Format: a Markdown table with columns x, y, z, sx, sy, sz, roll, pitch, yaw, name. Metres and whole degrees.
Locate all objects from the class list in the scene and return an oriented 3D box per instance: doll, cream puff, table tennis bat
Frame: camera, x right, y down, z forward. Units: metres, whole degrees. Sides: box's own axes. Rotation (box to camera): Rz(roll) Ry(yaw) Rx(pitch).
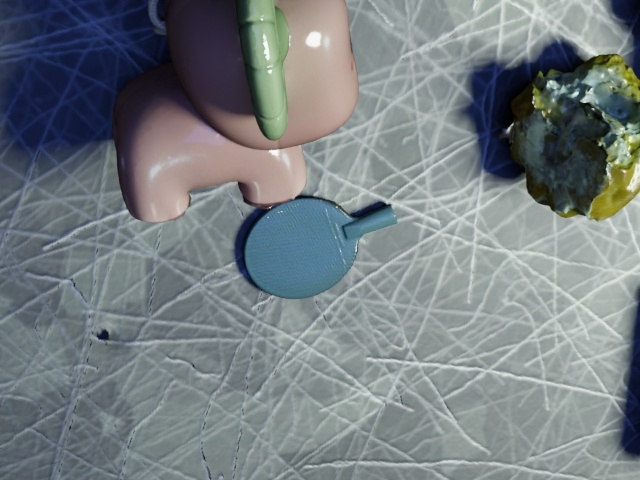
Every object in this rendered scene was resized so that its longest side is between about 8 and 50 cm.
| x | y | z | sx | sy | sz | roll | pitch | yaw | name |
| --- | --- | --- | --- | --- | --- | --- | --- | --- | --- |
| -0.078 | -0.162 | 1.073 | 0.216 | 0.284 | 0.268 | -11 | 131 | -7 | doll |
| 0.259 | -0.096 | 1.213 | 0.156 | 0.156 | 0.121 | -14 | 138 | -6 | cream puff |
| 0.000 | 0.000 | 1.248 | 0.155 | 0.019 | 0.100 | -22 | 107 | -2 | table tennis bat |
